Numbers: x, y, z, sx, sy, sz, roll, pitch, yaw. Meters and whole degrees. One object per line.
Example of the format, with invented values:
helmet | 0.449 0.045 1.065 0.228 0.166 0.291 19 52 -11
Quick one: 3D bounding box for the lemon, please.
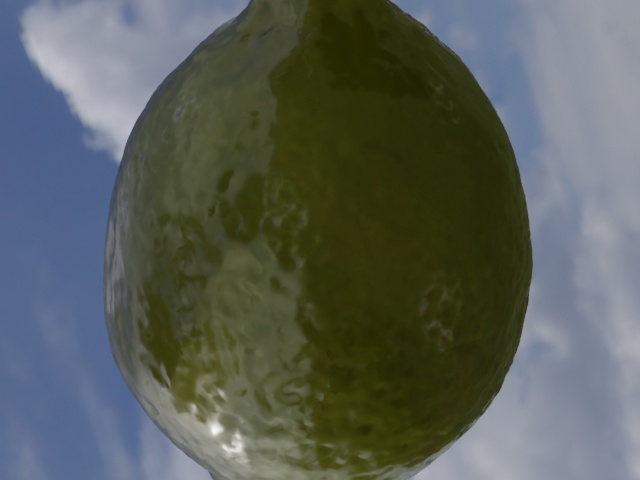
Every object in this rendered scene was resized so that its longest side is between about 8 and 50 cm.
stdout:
lemon | 0.000 0.000 0.796 0.184 0.184 0.248 -63 -16 -64
